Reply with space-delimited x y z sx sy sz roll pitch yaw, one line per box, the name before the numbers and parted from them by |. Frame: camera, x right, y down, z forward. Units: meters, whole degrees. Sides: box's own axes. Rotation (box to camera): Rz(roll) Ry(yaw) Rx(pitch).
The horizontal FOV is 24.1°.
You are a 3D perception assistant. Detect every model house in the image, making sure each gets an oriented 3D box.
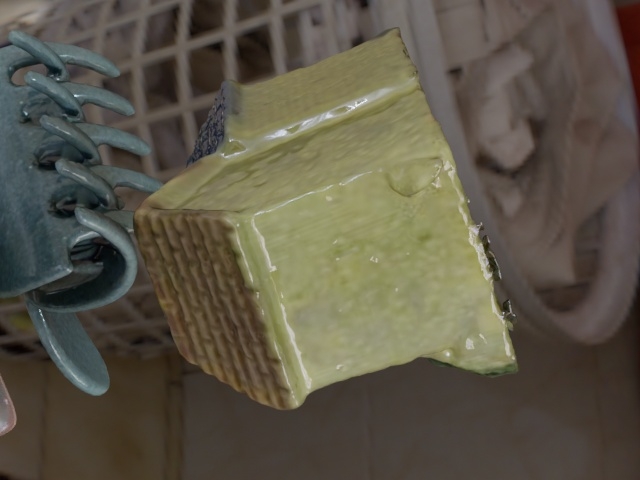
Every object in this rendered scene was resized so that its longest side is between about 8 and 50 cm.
model house | 0.000 0.000 1.247 0.321 0.266 0.261 -102 173 -64

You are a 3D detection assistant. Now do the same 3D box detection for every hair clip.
hair clip | -0.314 -0.047 1.602 0.392 0.238 0.318 26 35 -52

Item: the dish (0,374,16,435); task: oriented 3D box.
dish | -0.369 0.113 1.319 0.151 0.077 0.212 -29 137 -22
